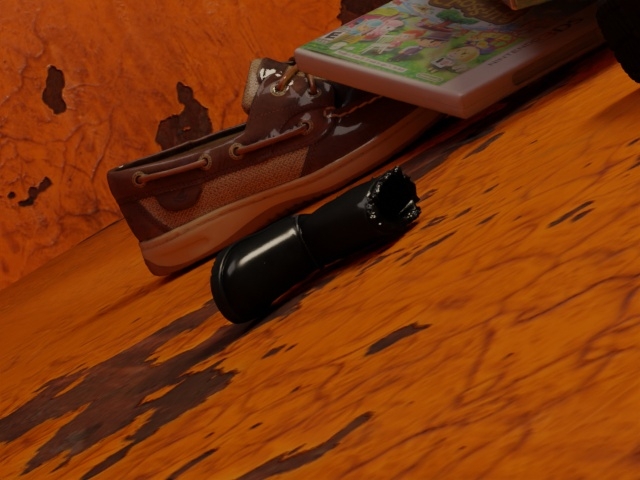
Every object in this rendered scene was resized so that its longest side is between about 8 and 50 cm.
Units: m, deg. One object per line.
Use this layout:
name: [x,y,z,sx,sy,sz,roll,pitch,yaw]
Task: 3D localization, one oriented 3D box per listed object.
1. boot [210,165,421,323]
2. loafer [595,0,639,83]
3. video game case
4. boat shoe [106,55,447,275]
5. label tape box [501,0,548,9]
boot: [0.000,0.001,1.097,0.099,0.045,0.121,-22,10,33]
loafer: [0.221,-0.142,1.022,0.078,0.080,0.220,-32,7,-11]
video game case: [0.115,-0.162,1.463,0.193,0.023,0.212,-29,29,-27]
boat shoe: [-0.023,-0.098,1.552,0.342,0.123,0.123,-28,7,16]
label tape box: [0.225,-0.283,1.438,0.249,0.115,0.348,-17,17,1]
